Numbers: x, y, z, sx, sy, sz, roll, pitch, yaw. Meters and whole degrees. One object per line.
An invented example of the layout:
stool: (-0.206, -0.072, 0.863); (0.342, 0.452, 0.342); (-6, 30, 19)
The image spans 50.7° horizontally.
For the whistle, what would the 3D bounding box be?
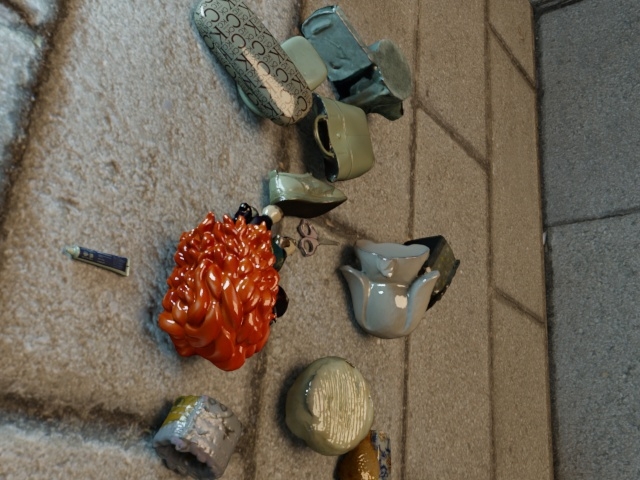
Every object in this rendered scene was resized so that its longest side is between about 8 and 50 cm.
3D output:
whistle: (0.109, -0.501, 1.971); (0.405, 0.168, 0.188); (22, 62, -45)

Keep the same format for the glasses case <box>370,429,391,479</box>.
glasses case: (0.146, 0.631, 1.794); (0.087, 0.065, 0.248); (37, 51, -42)

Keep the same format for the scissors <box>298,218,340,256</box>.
scissors: (0.000, 0.000, 1.808); (0.189, 0.015, 0.100); (11, 70, -54)

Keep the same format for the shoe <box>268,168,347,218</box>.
shoe: (-0.033, -0.121, 1.725); (0.275, 0.103, 0.098); (4, 66, -55)

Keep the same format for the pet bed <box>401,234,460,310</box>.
pet bed: (0.319, 0.105, 2.080); (0.159, 0.183, 0.211); (62, 39, -19)

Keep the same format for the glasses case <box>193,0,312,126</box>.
glasses case: (-0.155, -0.428, 1.596); (0.354, 0.085, 0.137); (51, 57, -12)

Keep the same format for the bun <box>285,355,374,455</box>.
bun: (0.019, 0.397, 1.617); (0.239, 0.141, 0.239); (15, 68, -40)

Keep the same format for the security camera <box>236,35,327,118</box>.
security camera: (-0.105, -0.410, 1.723); (0.157, 0.080, 0.301); (54, 52, -11)

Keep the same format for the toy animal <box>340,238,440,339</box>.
toy animal: (0.184, 0.147, 1.875); (0.206, 0.272, 0.265); (-71, 167, -75)

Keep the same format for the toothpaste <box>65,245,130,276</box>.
toothpaste: (-0.403, 0.034, 1.230); (0.140, 0.021, 0.037); (25, 61, -51)

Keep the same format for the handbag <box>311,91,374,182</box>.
handbag: (0.033, -0.273, 1.823); (0.315, 0.109, 0.241); (-13, 90, -61)

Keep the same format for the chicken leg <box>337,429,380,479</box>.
chicken leg: (0.105, 0.531, 1.755); (0.107, 0.087, 0.251); (34, 49, -36)

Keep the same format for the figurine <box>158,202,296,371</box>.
figurine: (-0.167, 0.083, 1.406); (0.412, 0.241, 0.306); (-31, 132, -71)

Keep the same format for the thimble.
thimble: (-0.231, 0.376, 1.284); (0.151, 0.127, 0.118); (50, 43, -27)
